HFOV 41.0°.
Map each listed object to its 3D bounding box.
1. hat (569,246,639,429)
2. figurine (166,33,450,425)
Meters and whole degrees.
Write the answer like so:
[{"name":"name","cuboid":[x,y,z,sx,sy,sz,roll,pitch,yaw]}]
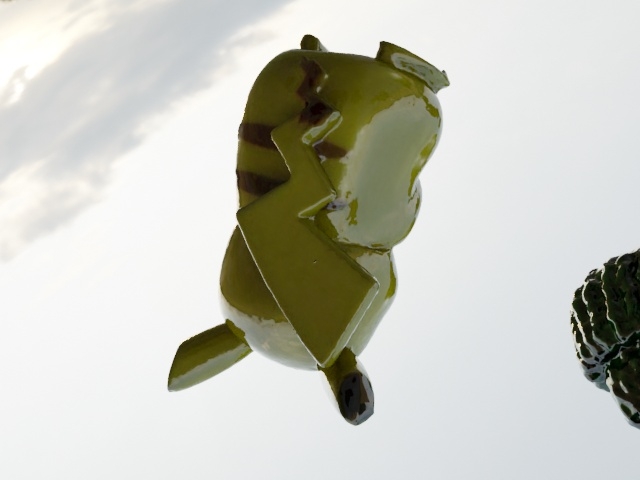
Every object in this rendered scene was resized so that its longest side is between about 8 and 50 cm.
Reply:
[{"name":"hat","cuboid":[0.457,0.163,1.036,0.274,0.242,0.332,-16,-146,19]},{"name":"figurine","cuboid":[0.002,-0.007,0.719,0.218,0.327,0.169,14,-171,42]}]
